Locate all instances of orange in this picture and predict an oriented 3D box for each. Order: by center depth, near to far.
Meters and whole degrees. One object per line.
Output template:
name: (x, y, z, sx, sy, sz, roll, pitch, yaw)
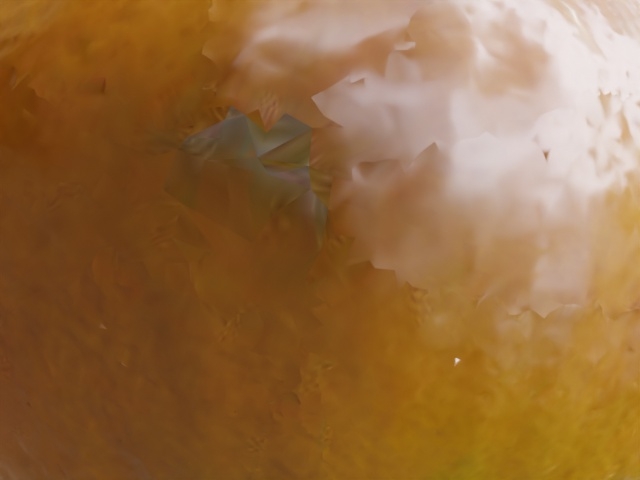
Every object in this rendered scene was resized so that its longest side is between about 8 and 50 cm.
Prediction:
orange: (0.001, -0.004, 0.716, 0.310, 0.274, 0.274, 6, 32, -22)
